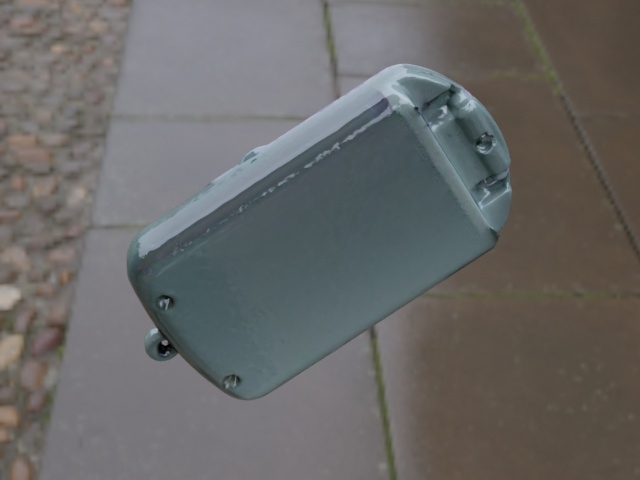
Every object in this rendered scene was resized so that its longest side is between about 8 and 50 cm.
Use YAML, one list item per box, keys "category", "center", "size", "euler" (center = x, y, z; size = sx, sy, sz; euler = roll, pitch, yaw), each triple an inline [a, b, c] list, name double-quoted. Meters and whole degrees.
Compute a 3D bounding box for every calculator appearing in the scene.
- category: "calculator"
  center: [0.000, 0.000, 0.865]
  size: [0.246, 0.141, 0.045]
  euler: [-34, 36, 4]
